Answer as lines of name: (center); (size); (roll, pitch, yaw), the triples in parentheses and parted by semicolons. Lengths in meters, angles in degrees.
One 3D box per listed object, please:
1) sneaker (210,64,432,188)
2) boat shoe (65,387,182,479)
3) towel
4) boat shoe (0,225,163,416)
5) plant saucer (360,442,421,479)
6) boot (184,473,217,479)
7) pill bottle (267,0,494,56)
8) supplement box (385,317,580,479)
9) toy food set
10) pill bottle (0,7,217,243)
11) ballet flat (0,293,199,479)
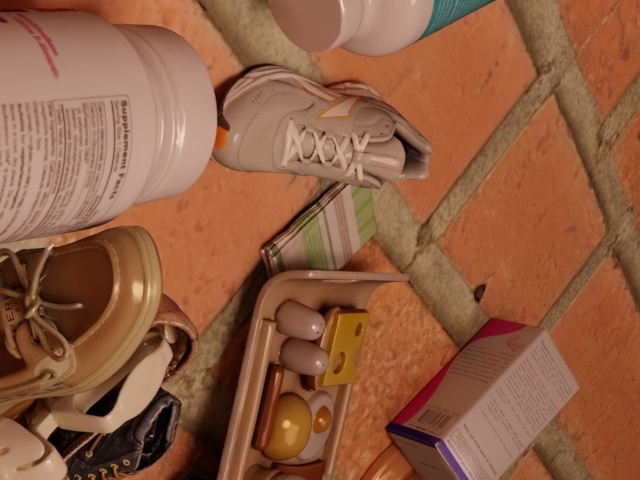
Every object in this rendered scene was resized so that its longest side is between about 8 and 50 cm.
sneaker: (0.011, -0.096, 1.308); (0.262, 0.121, 0.099); (-9, 124, -50)
boat shoe: (-0.197, 0.205, 1.321); (0.065, 0.083, 0.183); (5, 113, -55)
towel: (0.000, 0.000, 1.476); (0.152, 0.023, 0.113); (-43, 148, -25)
boat shoe: (-0.230, 0.071, 1.038); (0.285, 0.104, 0.089); (-32, 153, 32)
plant saucer: (0.106, 0.347, 1.903); (0.200, 0.037, 0.200); (-35, 142, -33)
boot: (-0.128, 0.364, 1.544); (0.207, 0.094, 0.246); (15, 105, -56)
pill bottle: (0.077, -0.251, 1.239); (0.264, 0.146, 0.146); (-32, 140, -36)
supplement box: (0.211, 0.215, 1.828); (0.220, 0.111, 0.114); (-44, 116, -21)
toy food set: (0.005, 0.177, 1.484); (0.220, 0.092, 0.306); (3, 102, -59)
pill bottle: (-0.215, -0.079, 0.975); (0.283, 0.160, 0.160); (-12, 126, -50)
ballet flat: (-0.229, 0.151, 1.206); (0.316, 0.106, 0.107); (-42, 134, -24)
